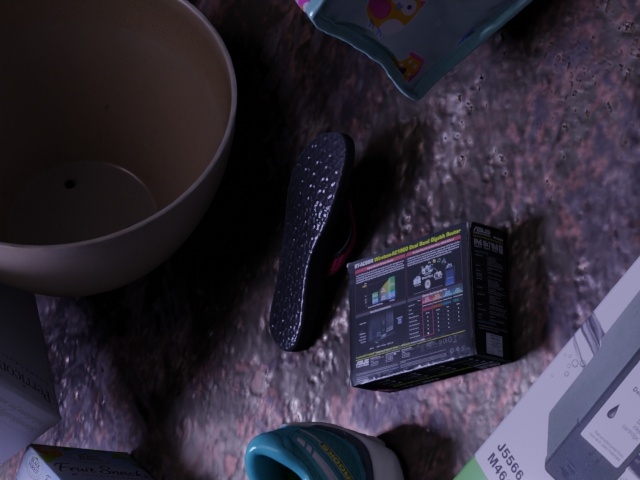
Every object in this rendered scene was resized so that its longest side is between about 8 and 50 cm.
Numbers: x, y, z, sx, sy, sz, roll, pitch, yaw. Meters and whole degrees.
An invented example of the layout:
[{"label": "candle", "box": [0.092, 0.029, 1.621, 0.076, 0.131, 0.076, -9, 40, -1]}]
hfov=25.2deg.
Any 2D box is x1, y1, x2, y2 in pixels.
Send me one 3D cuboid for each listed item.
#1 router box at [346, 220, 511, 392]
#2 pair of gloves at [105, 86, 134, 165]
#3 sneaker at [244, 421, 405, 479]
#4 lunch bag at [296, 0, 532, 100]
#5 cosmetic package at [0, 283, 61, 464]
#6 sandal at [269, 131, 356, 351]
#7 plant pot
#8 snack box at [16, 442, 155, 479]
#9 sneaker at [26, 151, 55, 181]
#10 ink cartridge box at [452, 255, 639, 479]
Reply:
[{"label": "router box", "box": [0.071, 0.047, 0.973, 0.122, 0.038, 0.092, -20, 64, 46]}, {"label": "pair of gloves", "box": [-0.219, -0.182, 1.398, 0.240, 0.042, 0.204, 18, 93, 54]}, {"label": "sneaker", "box": [-0.001, 0.253, 0.940, 0.107, 0.110, 0.275, -34, 55, 40]}, {"label": "lunch bag", "box": [0.084, -0.267, 0.966, 0.262, 0.160, 0.223, -43, 44, 20]}, {"label": "cosmetic package", "box": [-0.370, 0.027, 1.254, 0.155, 0.197, 0.365, -36, 46, 12]}, {"label": "sandal", "box": [0.000, 0.000, 1.083, 0.067, 0.040, 0.179, 45, 128, 53]}, {"label": "plant pot", "box": [-0.209, -0.062, 1.205, 0.191, 0.284, 0.284, 92, 165, -57]}, {"label": "snack box", "box": [-0.174, 0.214, 1.171, 0.141, 0.100, 0.037, 31, 103, 51]}, {"label": "sneaker", "box": [-0.294, -0.170, 1.370, 0.100, 0.108, 0.271, -22, 62, 47]}, {"label": "ink cartridge box", "box": [0.201, 0.131, 0.726, 0.273, 0.115, 0.198, -56, 42, 23]}]
